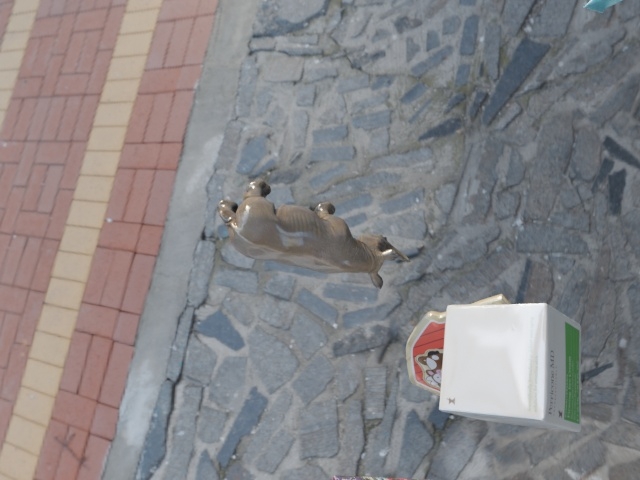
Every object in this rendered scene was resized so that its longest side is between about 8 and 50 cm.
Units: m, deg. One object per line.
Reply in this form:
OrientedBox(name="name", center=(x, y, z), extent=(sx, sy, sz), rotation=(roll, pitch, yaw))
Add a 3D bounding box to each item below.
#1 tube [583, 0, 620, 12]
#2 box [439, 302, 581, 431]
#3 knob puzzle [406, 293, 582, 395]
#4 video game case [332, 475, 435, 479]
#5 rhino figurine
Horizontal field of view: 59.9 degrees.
OrientedBox(name="tube", center=(0.347, -0.285, 0.510), extent=(0.207, 0.080, 0.052), rotation=(-34, 77, 40))
OrientedBox(name="box", center=(0.176, 0.116, 0.514), extent=(0.102, 0.087, 0.101), rotation=(-9, 64, 44))
OrientedBox(name="knob puzzle", center=(0.190, 0.161, 0.697), extent=(0.213, 0.213, 0.030), rotation=(-1, 39, 24))
OrientedBox(name="video game case", center=(0.152, 0.345, 0.678), extent=(0.232, 0.210, 0.041), rotation=(9, 85, -16))
OrientedBox(name="rhino figurine", center=(0.000, 0.000, 0.659), extent=(0.106, 0.243, 0.073), rotation=(-111, 41, -59))
